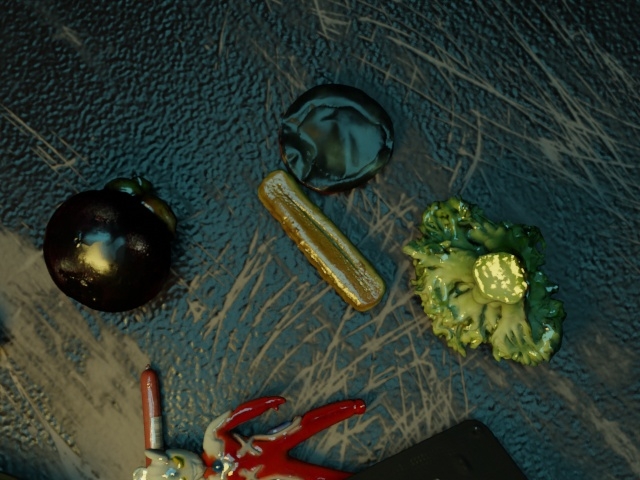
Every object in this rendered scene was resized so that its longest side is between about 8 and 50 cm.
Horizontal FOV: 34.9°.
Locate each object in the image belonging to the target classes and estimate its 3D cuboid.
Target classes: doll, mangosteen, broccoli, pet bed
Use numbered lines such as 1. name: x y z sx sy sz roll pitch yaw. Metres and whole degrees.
1. doll: -0.108 0.350 1.637 0.384 0.099 0.188 -8 83 -9
2. mangosteen: -0.330 -0.007 1.657 0.211 0.211 0.250 22 53 3
3. broccoli: 0.262 0.073 1.603 0.288 0.245 0.247 20 93 8
4. pet bed: 0.024 -0.173 1.731 0.201 0.053 0.201 0 83 0

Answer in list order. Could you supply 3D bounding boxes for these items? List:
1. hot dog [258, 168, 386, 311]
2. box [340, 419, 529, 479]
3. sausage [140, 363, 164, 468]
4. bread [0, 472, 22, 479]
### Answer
1. hot dog: 0.002 -0.002 1.705 0.088 0.061 0.285 -36 84 -6
2. box: 0.156 0.426 1.569 0.350 0.058 0.211 -22 53 -19
3. sausage: -0.277 0.332 1.684 0.034 0.034 0.253 -4 83 0
4. bread: -0.541 0.504 1.581 0.279 0.207 0.279 15 82 3
